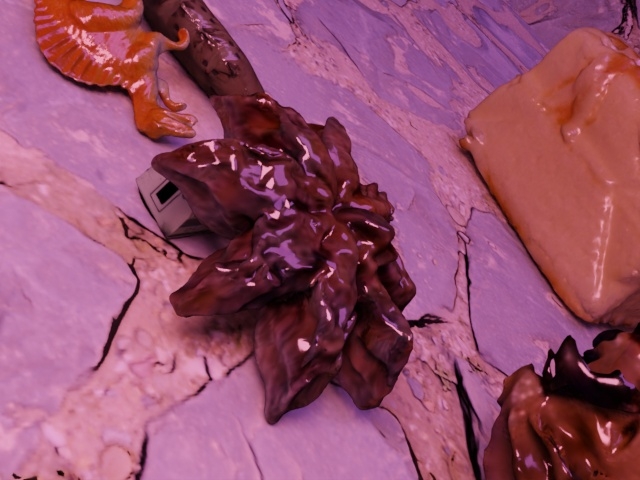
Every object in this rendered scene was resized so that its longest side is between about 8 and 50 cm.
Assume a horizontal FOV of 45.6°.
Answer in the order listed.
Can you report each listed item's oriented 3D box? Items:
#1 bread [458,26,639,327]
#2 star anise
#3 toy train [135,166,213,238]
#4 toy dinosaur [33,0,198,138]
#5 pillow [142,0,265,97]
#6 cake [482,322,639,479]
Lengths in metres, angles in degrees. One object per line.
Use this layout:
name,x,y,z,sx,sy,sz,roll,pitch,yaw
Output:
bread,0.446,-0.083,1.097,0.371,0.279,0.390,14,39,-47
star anise,0.001,0.001,0.535,0.236,0.109,0.223,55,27,-22
toy train,-0.043,-0.047,0.639,0.055,0.048,0.252,56,30,13
toy dinosaur,-0.190,-0.167,0.614,0.212,0.057,0.142,21,53,-19
pillow,-0.117,-0.192,0.697,0.241,0.051,0.093,53,-7,7
cake,0.296,0.162,0.545,0.321,0.332,0.332,27,33,-20
